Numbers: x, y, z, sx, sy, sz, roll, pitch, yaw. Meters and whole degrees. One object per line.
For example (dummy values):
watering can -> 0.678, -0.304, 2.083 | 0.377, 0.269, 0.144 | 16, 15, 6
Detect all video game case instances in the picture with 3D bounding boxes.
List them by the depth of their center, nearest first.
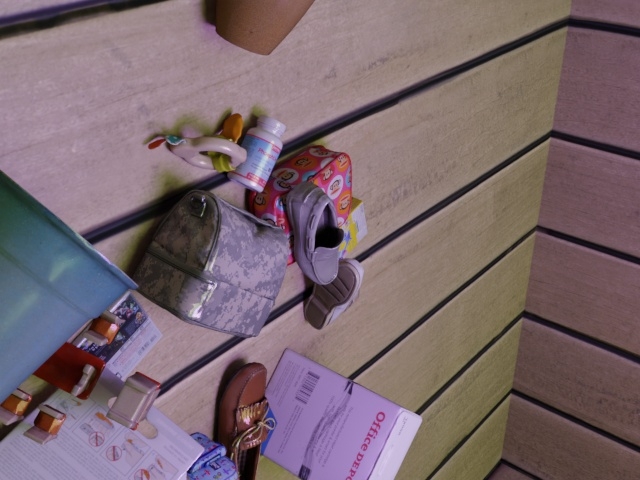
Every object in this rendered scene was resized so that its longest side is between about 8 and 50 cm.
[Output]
video game case -> -0.433, 0.219, 1.680 | 0.190, 0.022, 0.173 | -50, 143, -24

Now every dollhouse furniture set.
dollhouse furniture set -> -0.441, 0.257, 1.509 | 0.262, 0.259, 0.135 | -62, 179, -8

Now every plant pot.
plant pot -> -0.521, 0.087, 1.234 | 0.334, 0.341, 0.341 | -51, 144, -11
plant pot -> -0.107, -0.505, 1.572 | 0.237, 0.237, 0.254 | -5, 128, -53

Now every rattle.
rattle -> -0.248, -0.226, 1.645 | 0.200, 0.130, 0.142 | 15, 84, -30

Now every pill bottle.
pill bottle -> -0.139, -0.195, 1.794 | 0.087, 0.087, 0.160 | 29, 85, -56

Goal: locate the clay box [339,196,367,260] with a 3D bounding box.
clay box -> 0.040, -0.004, 2.184 | 0.222, 0.053, 0.127 | -44, 142, -29

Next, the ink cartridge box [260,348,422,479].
ink cartridge box -> 0.029, 0.508, 2.152 | 0.166, 0.395, 0.285 | 36, 79, -55

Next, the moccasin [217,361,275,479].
moccasin -> -0.191, 0.492, 2.059 | 0.139, 0.147, 0.379 | -3, 111, -54

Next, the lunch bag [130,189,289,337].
lunch bag -> -0.214, 0.047, 1.711 | 0.305, 0.213, 0.256 | 29, 88, -56

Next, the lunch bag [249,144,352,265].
lunch bag -> -0.040, -0.073, 1.973 | 0.293, 0.120, 0.258 | -36, 135, -39

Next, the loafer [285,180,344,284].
loafer -> 0.000, 0.000, 1.875 | 0.112, 0.111, 0.319 | -46, 145, -24

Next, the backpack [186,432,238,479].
backpack -> -0.280, 0.567, 1.954 | 0.158, 0.173, 0.116 | -15, 120, -50

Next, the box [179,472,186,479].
box -> -0.345, 0.514, 1.661 | 0.101, 0.102, 0.087 | 33, 52, -63

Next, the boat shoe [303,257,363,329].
boat shoe -> 0.048, 0.127, 2.146 | 0.103, 0.113, 0.302 | -33, 167, -35

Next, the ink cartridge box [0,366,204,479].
ink cartridge box -> -0.461, 0.459, 1.525 | 0.385, 0.308, 0.091 | -47, 169, -33
